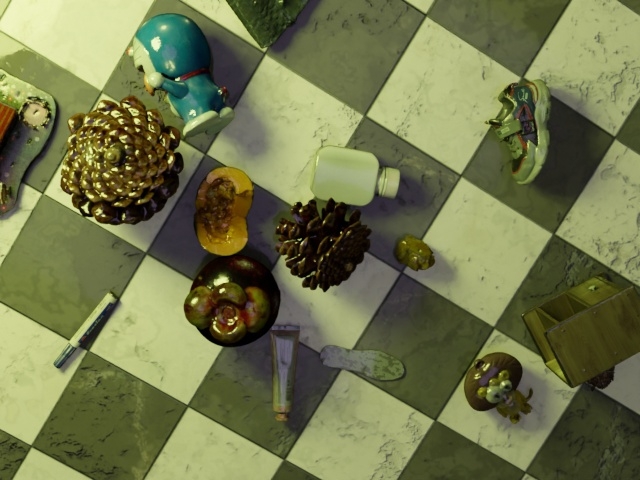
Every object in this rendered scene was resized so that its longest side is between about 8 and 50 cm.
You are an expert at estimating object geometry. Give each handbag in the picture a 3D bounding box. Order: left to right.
[{"bbox_3d":[-0.087,-0.545,1.849,0.175,0.088,0.270,40,93,-17],"label":"handbag"}]

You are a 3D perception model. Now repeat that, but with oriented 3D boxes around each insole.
[{"bbox_3d":[0.093,0.272,2.007,0.193,0.006,0.065,11,97,-6],"label":"insole"}]

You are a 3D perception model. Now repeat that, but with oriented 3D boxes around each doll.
[{"bbox_3d":[-0.279,-0.328,1.812,0.161,0.215,0.257,-26,86,20],"label":"doll"},{"bbox_3d":[0.406,0.325,2.000,0.188,0.096,0.145,24,103,-17],"label":"doll"}]

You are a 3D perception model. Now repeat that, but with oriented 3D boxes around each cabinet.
[{"bbox_3d":[0.579,0.184,1.950,0.215,0.175,0.148,-28,99,0],"label":"cabinet"}]

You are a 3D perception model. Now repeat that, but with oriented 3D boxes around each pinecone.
[{"bbox_3d":[-0.402,-0.144,1.793,0.264,0.264,0.264,-1,98,-4],"label":"pinecone"},{"bbox_3d":[0.000,0.000,1.876,0.208,0.208,0.207,-1,98,-4],"label":"pinecone"}]

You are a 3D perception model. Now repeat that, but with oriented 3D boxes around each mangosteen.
[{"bbox_3d":[-0.179,0.128,1.868,0.210,0.210,0.210,-1,98,-4],"label":"mangosteen"}]

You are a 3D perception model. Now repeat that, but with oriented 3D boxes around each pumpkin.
[{"bbox_3d":[-0.207,-0.061,1.887,0.119,0.107,0.183,11,88,-13],"label":"pumpkin"}]

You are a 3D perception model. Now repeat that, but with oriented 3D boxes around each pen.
[{"bbox_3d":[-0.508,0.194,1.939,0.025,0.025,0.204,39,94,-8],"label":"pen"}]

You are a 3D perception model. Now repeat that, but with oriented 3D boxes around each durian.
[{"bbox_3d":[0.620,0.296,2.020,0.080,0.080,0.091,15,99,-7],"label":"durian"}]

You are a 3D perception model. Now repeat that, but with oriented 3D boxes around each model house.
[{"bbox_3d":[-0.684,-0.199,1.807,0.207,0.154,0.294,28,94,-6],"label":"model house"}]

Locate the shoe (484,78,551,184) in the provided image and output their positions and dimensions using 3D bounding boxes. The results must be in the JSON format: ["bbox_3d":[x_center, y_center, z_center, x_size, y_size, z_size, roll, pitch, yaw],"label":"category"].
[{"bbox_3d":[0.416,-0.234,1.913,0.125,0.099,0.227,4,92,-13],"label":"shoe"}]

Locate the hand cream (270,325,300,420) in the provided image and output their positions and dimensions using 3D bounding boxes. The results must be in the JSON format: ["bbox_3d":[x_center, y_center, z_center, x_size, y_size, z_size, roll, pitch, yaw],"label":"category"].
[{"bbox_3d":[-0.082,0.292,1.982,0.067,0.043,0.209,2,92,-7],"label":"hand cream"}]

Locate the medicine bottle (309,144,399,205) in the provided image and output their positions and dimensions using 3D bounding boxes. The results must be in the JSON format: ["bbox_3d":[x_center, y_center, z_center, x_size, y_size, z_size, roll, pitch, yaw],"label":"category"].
[{"bbox_3d":[0.073,-0.135,1.918,0.183,0.069,0.119,9,96,-5],"label":"medicine bottle"}]

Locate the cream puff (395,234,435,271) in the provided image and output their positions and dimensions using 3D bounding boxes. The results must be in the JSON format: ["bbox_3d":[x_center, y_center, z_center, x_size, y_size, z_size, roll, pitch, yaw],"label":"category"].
[{"bbox_3d":[0.207,0.033,1.962,0.083,0.083,0.058,0,139,-16],"label":"cream puff"}]
